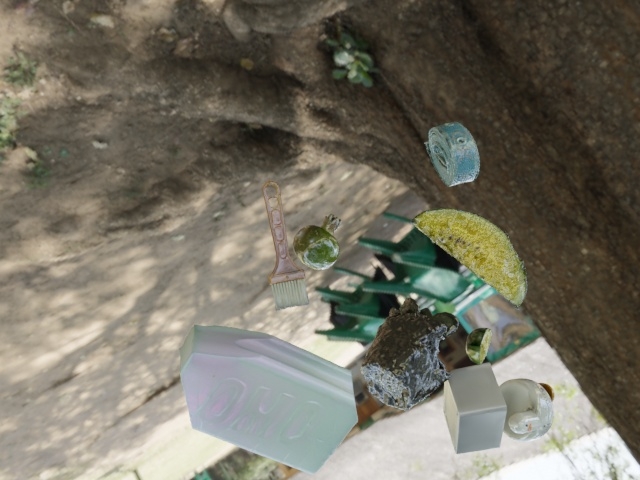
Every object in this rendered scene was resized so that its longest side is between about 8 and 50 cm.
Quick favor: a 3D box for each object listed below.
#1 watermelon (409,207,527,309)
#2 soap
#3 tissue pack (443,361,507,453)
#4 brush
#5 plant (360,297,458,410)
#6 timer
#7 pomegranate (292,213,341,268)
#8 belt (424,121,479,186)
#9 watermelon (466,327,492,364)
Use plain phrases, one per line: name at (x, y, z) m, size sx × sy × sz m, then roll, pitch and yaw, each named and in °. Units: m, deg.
watermelon at (0.343, 0.027, 1.423) m, size 0.129 × 0.301 × 0.123 m, roll -41°, pitch 167°, yaw -39°
soap at (-0.113, 0.293, 1.224) m, size 0.208 × 0.346 × 0.115 m, roll -56°, pitch -161°, yaw 19°
tissue pack at (0.445, 0.496, 1.868) m, size 0.135 × 0.159 × 0.246 m, roll -10°, pitch 136°, yaw -1°
brush at (-0.096, 0.009, 1.544) m, size 0.090 × 0.315 × 0.017 m, roll -11°, pitch 179°, yaw -1°
plant at (0.242, 0.296, 1.682) m, size 0.199 × 0.188 × 0.276 m, roll 3°, pitch -139°, yaw 46°
timer at (0.739, 0.632, 2.371) m, size 0.240 × 0.234 × 0.233 m, roll 4°, pitch 146°, yaw -34°
pomegranate at (0.002, 0.013, 2.360) m, size 0.210 × 0.179 × 0.179 m, roll -38°, pitch 168°, yaw 25°
belt at (0.318, -0.210, 1.518) m, size 0.082 × 0.163 × 0.148 m, roll -15°, pitch 157°, yaw -8°
watermelon at (0.437, 0.290, 1.775) m, size 0.105 × 0.062 × 0.106 m, roll -39°, pitch 136°, yaw -52°
